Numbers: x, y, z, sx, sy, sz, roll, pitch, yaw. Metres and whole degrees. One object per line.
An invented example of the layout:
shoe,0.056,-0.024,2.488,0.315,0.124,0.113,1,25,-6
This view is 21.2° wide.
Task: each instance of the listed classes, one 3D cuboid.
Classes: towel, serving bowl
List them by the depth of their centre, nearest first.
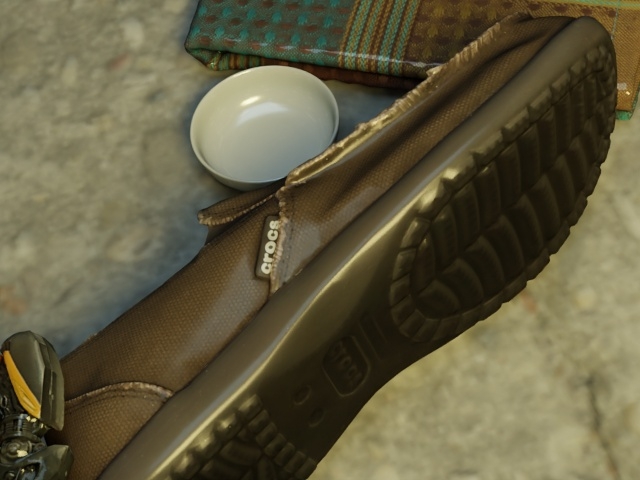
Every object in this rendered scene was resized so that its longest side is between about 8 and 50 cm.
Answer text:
serving bowl,-0.029,-0.057,0.950,0.083,0.027,0.083,-4,54,6
towel,0.095,-0.237,1.051,0.271,0.040,0.370,9,58,16

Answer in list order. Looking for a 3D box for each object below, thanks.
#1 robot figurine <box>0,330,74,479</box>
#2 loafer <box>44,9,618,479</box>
robot figurine,-0.226,0.152,0.770,0.211,0.085,0.291,-2,61,34
loafer,0.000,0.000,0.838,0.366,0.134,0.130,-41,56,-17
